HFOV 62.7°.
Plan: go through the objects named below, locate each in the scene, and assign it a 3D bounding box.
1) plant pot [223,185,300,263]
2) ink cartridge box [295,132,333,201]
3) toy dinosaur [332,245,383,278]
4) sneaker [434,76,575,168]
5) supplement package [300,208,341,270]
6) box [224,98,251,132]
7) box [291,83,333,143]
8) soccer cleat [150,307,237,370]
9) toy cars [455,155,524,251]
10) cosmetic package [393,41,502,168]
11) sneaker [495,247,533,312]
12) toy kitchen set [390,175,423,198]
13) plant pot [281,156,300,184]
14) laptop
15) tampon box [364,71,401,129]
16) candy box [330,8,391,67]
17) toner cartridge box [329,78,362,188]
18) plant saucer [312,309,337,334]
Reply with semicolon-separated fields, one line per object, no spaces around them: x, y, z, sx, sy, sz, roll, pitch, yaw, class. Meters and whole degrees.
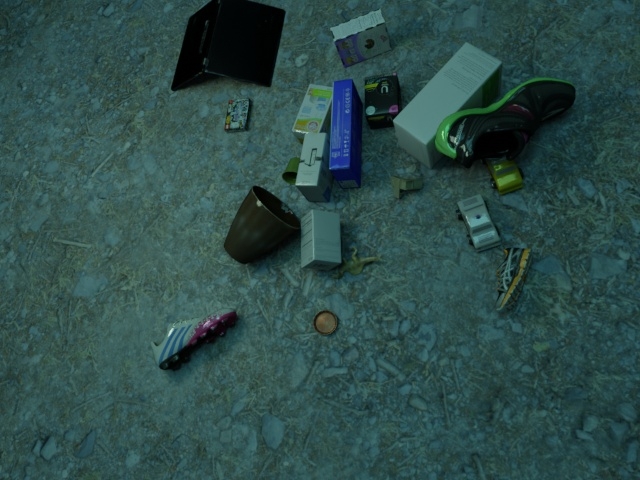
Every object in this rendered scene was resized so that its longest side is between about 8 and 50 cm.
-0.223;-0.034;1.828;0.230;0.215;0.215;-48;64;14;plant pot
-0.011;-0.256;1.853;0.086;0.148;0.203;3;72;20;ink cartridge box
0.118;0.068;1.764;0.183;0.053;0.092;-24;82;16;toy dinosaur
0.597;-0.349;1.642;0.483;0.185;0.202;-26;57;-8;sneaker
0.000;0.000;1.764;0.105;0.105;0.179;8;68;-23;supplement package
-0.329;-0.499;2.101;0.094;0.027;0.137;-1;72;18;box
-0.010;-0.459;1.947;0.114;0.103;0.203;15;77;22;box
-0.447;0.309;1.808;0.331;0.116;0.143;-37;66;3;soccer cleat
0.541;-0.158;1.683;0.177;0.087;0.393;20;79;23;toy cars
0.426;-0.446;1.760;0.155;0.197;0.365;41;88;23;cosmetic package
0.570;0.117;1.590;0.083;0.084;0.214;17;74;35;sneaker
0.294;-0.183;1.803;0.083;0.075;0.068;30;124;55;toy kitchen set
-0.094;-0.260;1.924;0.083;0.083;0.079;0;60;17;plant pot
-0.397;-0.810;2.235;0.408;0.236;0.381;-8;66;45;laptop
0.226;-0.500;1.889;0.121;0.101;0.160;-5;71;16;tampon box
0.154;-0.753;1.964;0.196;0.165;0.070;-18;69;10;candy box
0.093;-0.373;1.853;0.075;0.165;0.347;-3;70;16;toner cartridge box
0.016;0.271;1.736;0.084;0.013;0.083;-5;71;16;plant saucer
